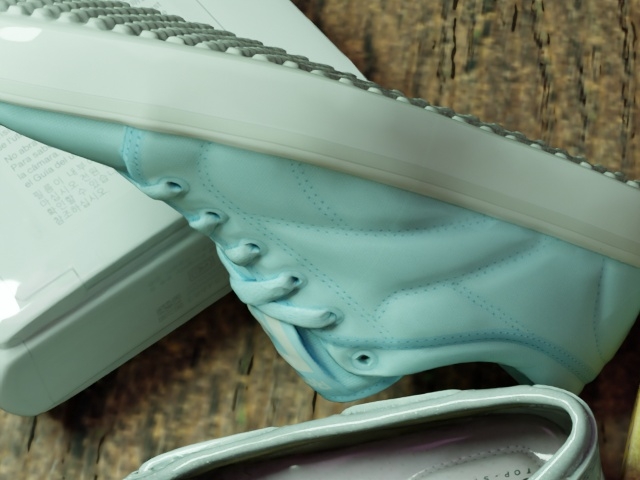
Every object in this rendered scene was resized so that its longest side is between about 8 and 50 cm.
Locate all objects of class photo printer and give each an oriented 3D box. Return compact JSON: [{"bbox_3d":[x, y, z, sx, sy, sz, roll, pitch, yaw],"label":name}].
[{"bbox_3d":[-0.147,-0.089,0.804,0.256,0.107,0.307,-35,65,-17],"label":"photo printer"}]

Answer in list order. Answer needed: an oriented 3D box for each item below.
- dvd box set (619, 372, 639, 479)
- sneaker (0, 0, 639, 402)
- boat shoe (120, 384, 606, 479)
[{"bbox_3d":[0.314,0.063,0.725,0.307,0.062,0.420,12,62,9],"label":"dvd box set"},{"bbox_3d":[0.000,0.000,0.660,0.366,0.135,0.150,17,98,-23],"label":"sneaker"},{"bbox_3d":[-0.027,0.137,0.666,0.320,0.103,0.118,-14,61,4],"label":"boat shoe"}]
